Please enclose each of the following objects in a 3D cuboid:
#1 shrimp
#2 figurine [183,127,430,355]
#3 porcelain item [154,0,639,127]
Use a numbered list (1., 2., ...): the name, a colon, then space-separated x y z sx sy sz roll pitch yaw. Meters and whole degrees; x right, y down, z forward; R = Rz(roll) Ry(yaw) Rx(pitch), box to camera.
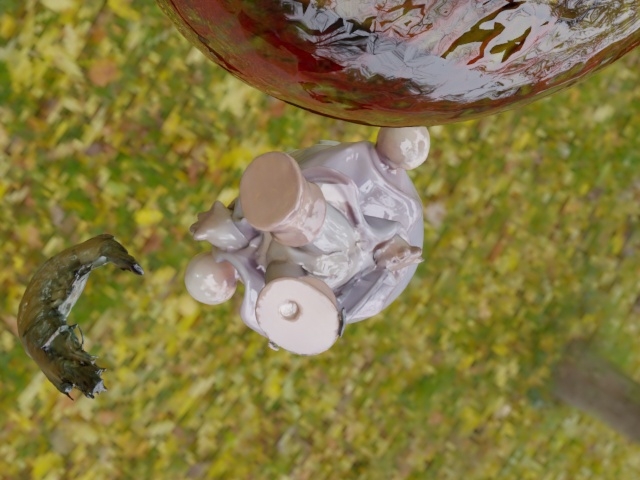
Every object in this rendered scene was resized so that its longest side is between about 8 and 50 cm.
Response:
1. shrimp: -0.234 0.070 1.507 0.150 0.217 0.051 -49 129 4
2. figurine: 0.000 0.000 1.026 0.200 0.133 0.276 -36 -179 11
3. porcelain item: 0.025 -0.163 0.500 0.253 0.253 0.253 -37 145 -32
